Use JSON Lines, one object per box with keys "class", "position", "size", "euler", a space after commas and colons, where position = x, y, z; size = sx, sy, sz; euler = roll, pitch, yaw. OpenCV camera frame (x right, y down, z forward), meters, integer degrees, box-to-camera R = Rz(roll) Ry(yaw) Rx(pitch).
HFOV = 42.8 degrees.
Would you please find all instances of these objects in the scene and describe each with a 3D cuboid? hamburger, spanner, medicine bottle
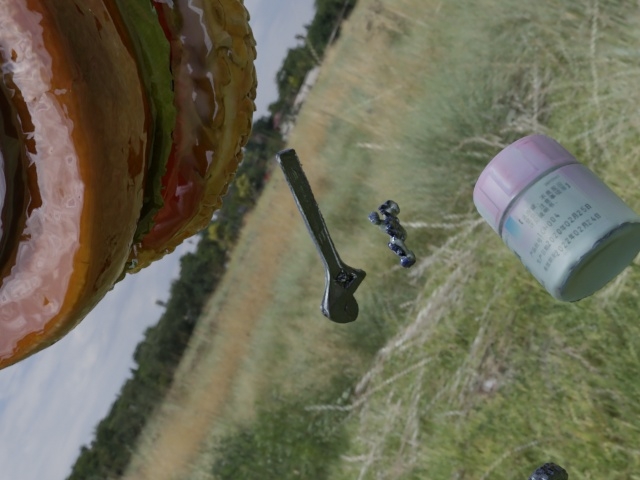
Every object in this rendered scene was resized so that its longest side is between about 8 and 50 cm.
{"class": "hamburger", "position": [-0.210, -0.099, 0.499], "size": [0.330, 0.330, 0.250], "euler": [-64, -4, 31]}
{"class": "spanner", "position": [0.000, 0.000, 1.198], "size": [0.093, 0.326, 0.026], "euler": [-37, 37, -19]}
{"class": "medicine bottle", "position": [0.275, -0.028, 0.950], "size": [0.168, 0.135, 0.135], "euler": [55, 136, 31]}

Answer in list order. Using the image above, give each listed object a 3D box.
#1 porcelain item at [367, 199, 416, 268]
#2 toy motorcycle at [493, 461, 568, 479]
{"class": "porcelain item", "position": [0.099, -0.022, 1.225], "size": [0.021, 0.075, 0.136], "euler": [-43, 38, 27]}
{"class": "toy motorcycle", "position": [0.187, 0.322, 0.847], "size": [0.082, 0.213, 0.122], "euler": [15, 123, 50]}
